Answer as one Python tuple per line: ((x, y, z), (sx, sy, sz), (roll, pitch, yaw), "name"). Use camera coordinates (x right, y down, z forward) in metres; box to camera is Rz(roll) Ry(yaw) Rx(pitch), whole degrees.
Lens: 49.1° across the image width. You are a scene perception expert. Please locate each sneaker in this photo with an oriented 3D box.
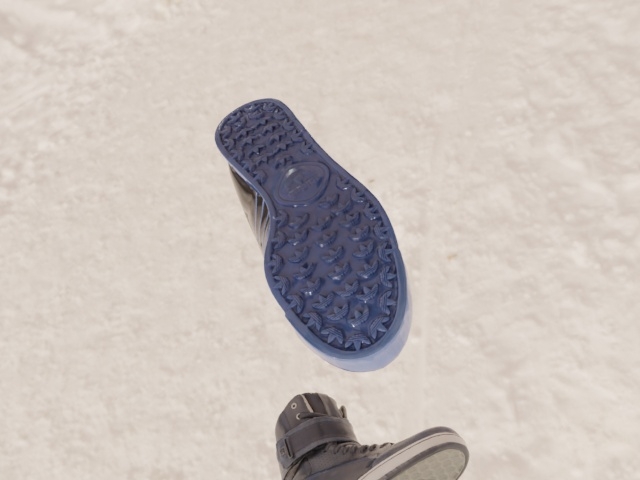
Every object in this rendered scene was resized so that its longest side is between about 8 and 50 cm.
((0.036, 0.201, 0.696), (0.226, 0.086, 0.163), (-43, 37, 27), "sneaker")
((0.000, 0.000, 0.452), (0.082, 0.090, 0.232), (-28, 47, 1), "sneaker")
